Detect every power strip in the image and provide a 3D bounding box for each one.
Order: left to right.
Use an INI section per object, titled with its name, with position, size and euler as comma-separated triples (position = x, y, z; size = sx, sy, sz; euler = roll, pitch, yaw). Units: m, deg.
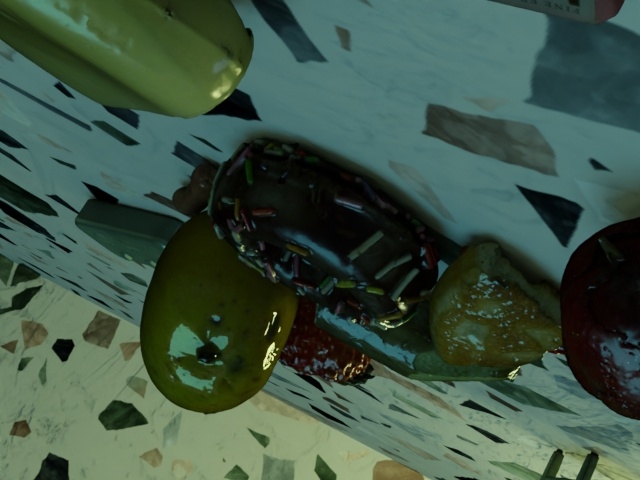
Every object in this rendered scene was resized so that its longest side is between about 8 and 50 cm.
[power strip]
position = -0.262, 0.016, 1.644
size = 0.265, 0.059, 0.193
euler = 12, 158, 44

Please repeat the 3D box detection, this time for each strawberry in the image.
[strawberry]
position = -0.011, 0.110, 1.456
size = 0.236, 0.106, 0.175
euler = 30, -156, 1

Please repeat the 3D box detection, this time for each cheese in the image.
[cheese]
position = -0.205, -0.203, 0.698
size = 0.259, 0.128, 0.316
euler = 13, 157, 49

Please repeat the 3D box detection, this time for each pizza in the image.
[pizza]
position = 0.187, 0.068, 1.006
size = 0.161, 0.062, 0.182
euler = 12, 143, 16

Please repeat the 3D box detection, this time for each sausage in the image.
[sausage]
position = -0.151, -0.059, 1.239
size = 0.043, 0.043, 0.186
euler = 31, 165, -10

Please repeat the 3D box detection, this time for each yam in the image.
[yam]
position = 0.122, 0.118, 1.239
size = 0.259, 0.106, 0.106
euler = 27, 165, 8

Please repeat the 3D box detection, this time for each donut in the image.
[donut]
position = 0.000, 0.000, 1.054
size = 0.270, 0.103, 0.269
euler = 27, 167, 7

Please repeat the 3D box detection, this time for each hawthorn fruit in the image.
[hawthorn fruit]
position = 0.238, 0.048, 0.731
size = 0.148, 0.148, 0.172
euler = 8, 143, 53

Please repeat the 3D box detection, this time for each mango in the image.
[mango]
position = -0.137, 0.096, 1.301
size = 0.182, 0.253, 0.365
euler = 18, 164, -9

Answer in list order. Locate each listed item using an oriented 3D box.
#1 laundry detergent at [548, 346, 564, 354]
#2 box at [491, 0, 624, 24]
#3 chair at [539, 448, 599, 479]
[laundry detergent]
position = 0.205, 0.096, 1.107
size = 0.165, 0.049, 0.097
euler = 16, 158, 35
[box]
position = 0.068, -0.166, 0.470
size = 0.156, 0.060, 0.111
euler = 22, 165, 26
[chair]
position = 0.405, 0.484, 1.613
size = 0.136, 0.270, 0.147
euler = 29, 164, -8
